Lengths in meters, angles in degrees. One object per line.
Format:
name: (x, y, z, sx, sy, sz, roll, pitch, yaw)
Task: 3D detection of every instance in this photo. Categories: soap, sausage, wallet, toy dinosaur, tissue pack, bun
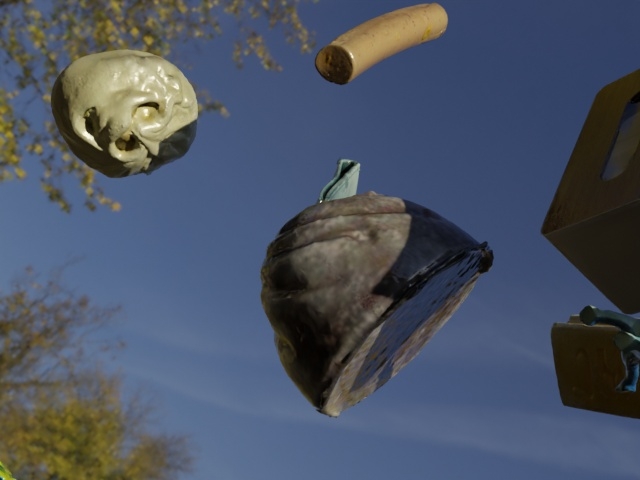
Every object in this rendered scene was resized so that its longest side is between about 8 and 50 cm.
soap: (0.456, 0.188, 1.440, 0.232, 0.073, 0.140, -1, -78, 56)
sausage: (0.094, -0.284, 1.359, 0.066, 0.301, 0.065, 14, -61, 28)
wallet: (-0.001, 0.000, 1.712, 0.054, 0.290, 0.251, 18, -71, 10)
toy dinosaur: (0.382, 0.099, 1.053, 0.144, 0.076, 0.329, 17, -35, -19)
tissue pack: (0.358, -0.067, 1.001, 0.136, 0.246, 0.159, 43, -38, -17)
bun: (-0.292, -0.178, 1.465, 0.231, 0.133, 0.231, -7, -41, -6)

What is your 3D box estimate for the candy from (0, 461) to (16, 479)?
candy: (-0.197, 0.219, 0.775, 0.262, 0.077, 0.073, 8, -50, 0)

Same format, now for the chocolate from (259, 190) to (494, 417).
chocolate: (0.043, 0.048, 1.222, 0.213, 0.303, 0.303, 44, -29, 18)
